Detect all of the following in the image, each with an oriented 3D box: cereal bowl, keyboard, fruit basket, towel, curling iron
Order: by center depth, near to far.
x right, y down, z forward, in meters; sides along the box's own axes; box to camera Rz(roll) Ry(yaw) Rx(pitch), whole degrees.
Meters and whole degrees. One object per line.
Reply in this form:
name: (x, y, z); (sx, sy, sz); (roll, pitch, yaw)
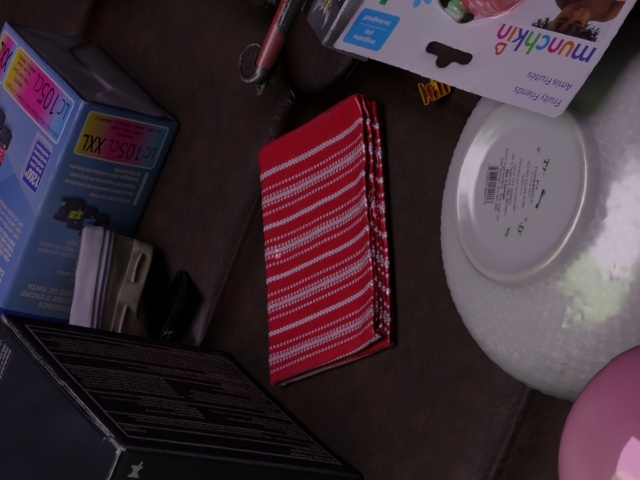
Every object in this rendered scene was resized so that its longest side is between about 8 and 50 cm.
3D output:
cereal bowl: (0.218, -0.032, 1.554); (0.339, 0.141, 0.339); (-16, 69, 49)
fruit basket: (0.187, -0.291, 1.584); (0.353, 0.165, 0.327); (-52, 37, -8)
curling iron: (-0.022, -0.279, 1.874); (0.274, 0.035, 0.068); (-67, 24, 11)
towel: (0.000, 0.000, 1.915); (0.199, 0.031, 0.274); (-24, 62, 48)
keyboard: (-0.188, 0.135, 2.129); (0.192, 0.038, 0.100); (-62, 17, 21)

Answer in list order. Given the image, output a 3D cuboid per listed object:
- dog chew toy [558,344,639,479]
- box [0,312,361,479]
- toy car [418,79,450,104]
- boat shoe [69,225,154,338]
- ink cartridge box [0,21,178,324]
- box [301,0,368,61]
dog chew toy: (0.335, 0.130, 1.323); (0.332, 0.207, 0.206); (-38, 52, 30)
box: (-0.174, 0.232, 1.856); (0.294, 0.296, 0.182); (36, 109, 51)
toy car: (0.106, -0.193, 1.842); (0.041, 0.060, 0.122); (-19, 79, 1)
boat shoe: (-0.243, 0.111, 2.091); (0.109, 0.094, 0.302); (108, 166, -56)
ink cartridge box: (-0.360, -0.039, 2.296); (0.270, 0.151, 0.395); (43, 116, 48)
box: (0.037, -0.316, 1.888); (0.183, 0.056, 0.231); (-60, 27, 21)
